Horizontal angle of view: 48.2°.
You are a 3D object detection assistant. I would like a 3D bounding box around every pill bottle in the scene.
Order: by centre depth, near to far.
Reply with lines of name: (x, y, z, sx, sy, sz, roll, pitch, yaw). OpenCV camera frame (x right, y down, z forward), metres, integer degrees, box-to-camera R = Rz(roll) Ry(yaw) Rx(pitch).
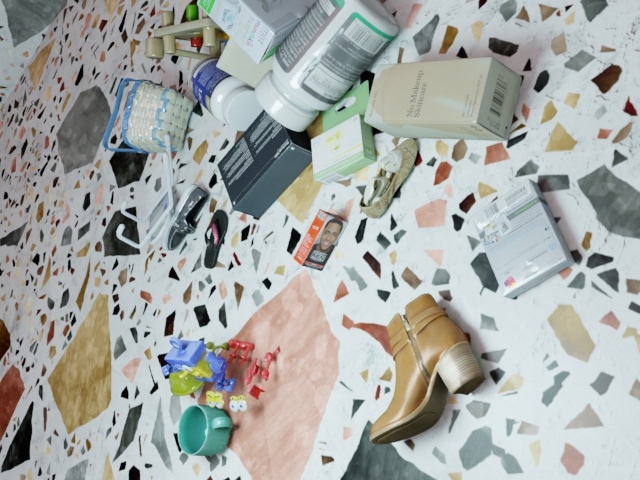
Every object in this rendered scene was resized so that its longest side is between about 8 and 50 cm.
pill bottle: (0.007, -0.459, 1.790, 0.361, 0.204, 0.204, -45, 49, 26)
pill bottle: (-0.274, -0.432, 2.107, 0.264, 0.153, 0.153, 45, 110, 44)

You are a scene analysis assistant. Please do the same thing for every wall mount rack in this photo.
wall mount rack: (-0.506, -0.147, 2.196, 0.304, 0.130, 0.350, -52, 24, 13)

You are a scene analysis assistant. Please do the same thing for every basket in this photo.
basket: (-0.578, -0.401, 2.358, 0.289, 0.201, 0.254, 14, 86, 23)

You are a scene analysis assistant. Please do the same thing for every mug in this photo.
mug: (-0.288, 0.500, 1.863, 0.158, 0.097, 0.129, 15, 88, 46)

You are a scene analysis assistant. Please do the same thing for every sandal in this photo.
sandal: (-0.315, -0.006, 2.095, 0.067, 0.040, 0.179, 8, 83, 47)

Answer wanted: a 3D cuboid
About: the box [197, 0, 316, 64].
box: (-0.138, -0.620, 1.851, 0.231, 0.262, 0.127, 45, 142, 1)

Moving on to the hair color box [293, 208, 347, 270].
hair color box: (0.000, 0.000, 1.746, 0.043, 0.072, 0.141, 39, 107, 46)

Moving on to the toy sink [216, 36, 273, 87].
toy sink: (-0.144, -0.512, 1.983, 0.153, 0.234, 0.131, -55, 15, 35)

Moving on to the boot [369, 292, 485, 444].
boot: (0.175, 0.261, 1.453, 0.283, 0.109, 0.220, -47, 50, 22)

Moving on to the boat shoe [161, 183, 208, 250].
boat shoe: (-0.410, -0.060, 2.193, 0.076, 0.080, 0.228, 32, 97, 23)

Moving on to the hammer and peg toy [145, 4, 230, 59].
hammer and peg toy: (-0.360, -0.630, 2.175, 0.361, 0.266, 0.127, 5, 100, 41)

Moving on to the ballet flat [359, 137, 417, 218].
ballet flat: (0.152, -0.145, 1.639, 0.073, 0.067, 0.206, 36, 103, 47)

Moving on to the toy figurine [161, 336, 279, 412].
toy figurine: (-0.312, 0.290, 1.829, 0.362, 0.217, 0.191, -3, 52, 45)

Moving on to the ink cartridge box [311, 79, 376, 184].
ink cartridge box: (0.052, -0.276, 1.796, 0.171, 0.056, 0.235, -22, 64, 40)

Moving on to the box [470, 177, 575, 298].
box: (0.385, -0.004, 1.376, 0.145, 0.038, 0.186, -38, 52, 32)

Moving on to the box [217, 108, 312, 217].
box: (-0.151, -0.219, 1.950, 0.261, 0.103, 0.184, -45, 47, 26)

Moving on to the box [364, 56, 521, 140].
box: (0.256, -0.301, 1.542, 0.311, 0.121, 0.148, 9, 85, 47)
